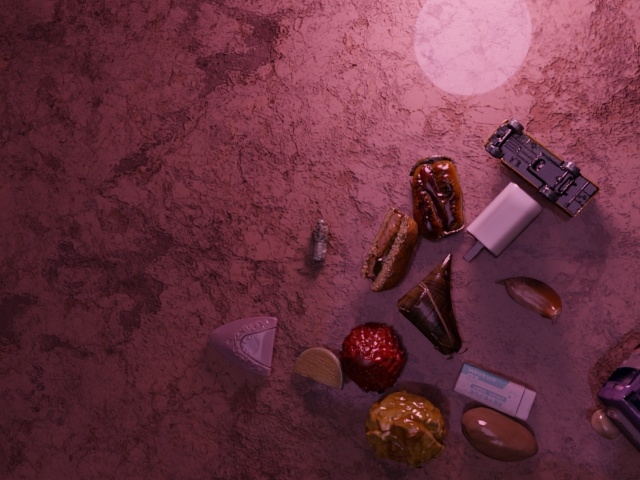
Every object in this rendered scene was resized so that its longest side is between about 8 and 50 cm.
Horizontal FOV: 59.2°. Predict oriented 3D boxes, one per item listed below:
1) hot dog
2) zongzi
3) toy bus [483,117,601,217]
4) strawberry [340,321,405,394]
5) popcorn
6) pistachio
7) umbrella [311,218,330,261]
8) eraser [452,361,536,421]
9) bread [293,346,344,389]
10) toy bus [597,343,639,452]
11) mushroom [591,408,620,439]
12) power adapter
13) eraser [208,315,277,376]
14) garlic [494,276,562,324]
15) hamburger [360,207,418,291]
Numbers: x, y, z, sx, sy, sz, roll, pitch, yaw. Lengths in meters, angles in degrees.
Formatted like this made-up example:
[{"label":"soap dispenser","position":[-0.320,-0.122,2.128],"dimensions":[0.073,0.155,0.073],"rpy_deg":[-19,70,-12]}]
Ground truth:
[{"label":"hot dog","position":[0.365,-0.133,1.765],"dimensions":[0.162,0.082,0.271],"rpy_deg":[-8,84,15]},{"label":"zongzi","position":[0.396,0.206,1.730],"dimensions":[0.241,0.111,0.248],"rpy_deg":[-44,81,4]},{"label":"toy bus","position":[0.645,-0.213,1.661],"dimensions":[0.335,0.123,0.121],"rpy_deg":[42,101,15]},{"label":"strawberry","position":[0.141,0.377,1.761],"dimensions":[0.233,0.178,0.234],"rpy_deg":[-2,85,24]},{"label":"popcorn","position":[0.254,0.576,1.694],"dimensions":[0.249,0.249,0.226],"rpy_deg":[10,108,17]},{"label":"pistachio","position":[0.523,0.576,1.662],"dimensions":[0.225,0.136,0.136],"rpy_deg":[19,93,11]},{"label":"umbrella","position":[0.000,0.000,1.884],"dimensions":[0.067,0.062,0.144],"rpy_deg":[-1,88,47]},{"label":"eraser","position":[0.523,0.453,1.701],"dimensions":[0.225,0.052,0.096],"rpy_deg":[20,91,18]},{"label":"bread","position":[0.003,0.409,1.860],"dimensions":[0.192,0.036,0.112],"rpy_deg":[13,94,29]},{"label":"toy bus","position":[0.954,0.498,1.471],"dimensions":[0.249,0.209,0.440],"rpy_deg":[-40,76,1]},{"label":"mushroom","position":[0.811,0.523,1.601],"dimensions":[0.083,0.083,0.068],"rpy_deg":[28,138,16]},{"label":"power adapter","position":[0.516,-0.034,1.659],"dimensions":[0.124,0.187,0.255],"rpy_deg":[46,101,15]},{"label":"eraser","position":[-0.276,0.353,1.944],"dimensions":[0.243,0.059,0.205],"rpy_deg":[6,89,13]},{"label":"garlic","position":[0.608,0.158,1.650],"dimensions":[0.198,0.128,0.091],"rpy_deg":[36,113,13]},{"label":"hamburger","position":[0.231,0.042,1.772],"dimensions":[0.124,0.130,0.262],"rpy_deg":[38,106,50]}]
